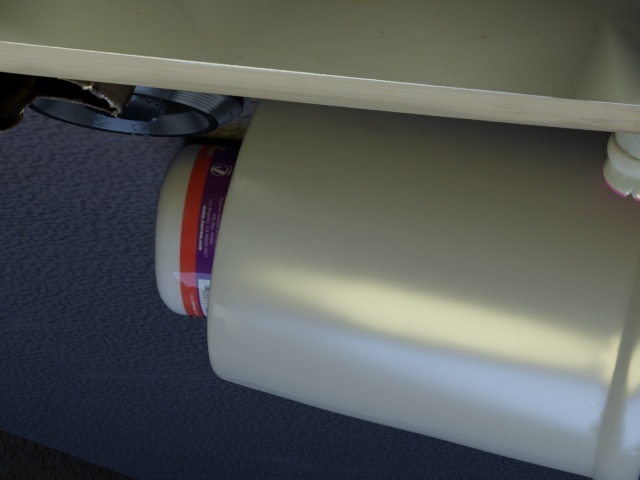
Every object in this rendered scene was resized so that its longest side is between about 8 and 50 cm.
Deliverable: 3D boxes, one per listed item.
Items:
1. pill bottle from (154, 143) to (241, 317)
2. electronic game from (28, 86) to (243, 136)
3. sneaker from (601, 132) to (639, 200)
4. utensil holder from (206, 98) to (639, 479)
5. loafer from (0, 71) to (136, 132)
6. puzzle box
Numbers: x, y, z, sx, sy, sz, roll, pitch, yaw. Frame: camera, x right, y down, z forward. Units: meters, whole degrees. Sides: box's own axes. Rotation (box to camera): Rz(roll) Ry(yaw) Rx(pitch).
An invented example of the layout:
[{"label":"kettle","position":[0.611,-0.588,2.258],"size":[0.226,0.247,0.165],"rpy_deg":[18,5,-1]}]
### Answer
[{"label":"pill bottle","position":[0.000,0.000,1.925],"size":[0.323,0.181,0.181],"rpy_deg":[5,163,7]},{"label":"electronic game","position":[-0.187,-0.142,1.771],"size":[0.229,0.048,0.229],"rpy_deg":[7,171,1]},{"label":"sneaker","position":[0.340,-0.097,1.432],"size":[0.252,0.103,0.111],"rpy_deg":[-3,119,12]},{"label":"utensil holder","position":[0.127,0.019,1.657],"size":[0.385,0.328,0.327],"rpy_deg":[14,164,11]},{"label":"loafer","position":[-0.311,-0.163,1.617],"size":[0.366,0.130,0.134],"rpy_deg":[-1,161,25]},{"label":"puzzle box","position":[0.011,-0.211,1.094],"size":[0.409,0.272,0.052],"rpy_deg":[7,163,4]}]
